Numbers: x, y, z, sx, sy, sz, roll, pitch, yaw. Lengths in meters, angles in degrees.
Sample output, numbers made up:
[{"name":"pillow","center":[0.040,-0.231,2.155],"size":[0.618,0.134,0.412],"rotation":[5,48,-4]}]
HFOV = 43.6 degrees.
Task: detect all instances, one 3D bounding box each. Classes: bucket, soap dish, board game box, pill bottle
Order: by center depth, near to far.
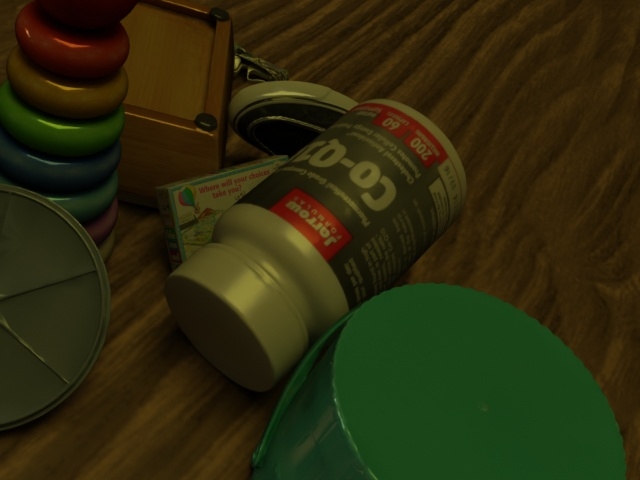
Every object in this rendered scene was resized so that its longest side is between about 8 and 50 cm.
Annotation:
[{"name":"bucket","center":[0.093,0.180,0.655],"size":[0.281,0.183,0.281],"rotation":[14,43,-13]},{"name":"pill bottle","center":[0.000,0.000,0.769],"size":[0.161,0.161,0.283],"rotation":[39,59,14]},{"name":"board game box","center":[-0.090,-0.023,0.832],"size":[0.154,0.103,0.026],"rotation":[-20,18,-39]},{"name":"soap dish","center":[-0.209,-0.176,0.909],"size":[0.229,0.118,0.291],"rotation":[13,45,-14]}]

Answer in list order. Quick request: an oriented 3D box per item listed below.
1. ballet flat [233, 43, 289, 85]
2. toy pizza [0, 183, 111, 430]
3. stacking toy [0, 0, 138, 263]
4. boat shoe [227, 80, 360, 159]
[{"name":"ballet flat","center":[-0.099,-0.234,1.080],"size":[0.114,0.041,0.041],"rotation":[25,42,0]},{"name":"toy pizza","center":[-0.273,0.053,0.651],"size":[0.201,0.032,0.201],"rotation":[1,83,-9]},{"name":"stacking toy","center":[-0.221,-0.120,0.681],"size":[0.141,0.330,0.141],"rotation":[15,36,-11]},{"name":"boat shoe","center":[0.031,-0.090,0.946],"size":[0.301,0.108,0.102],"rotation":[21,47,-27]}]
